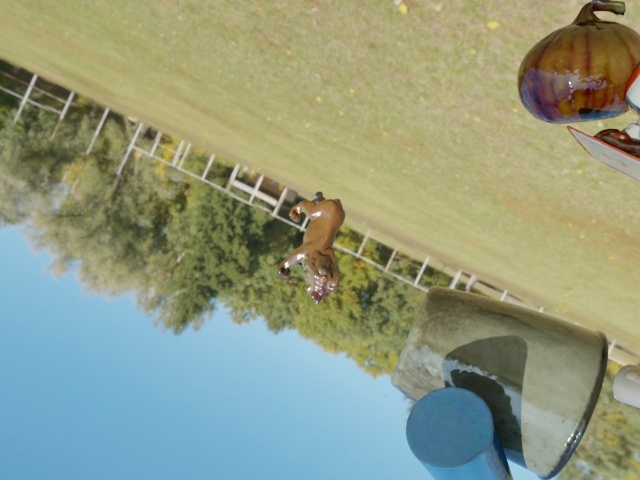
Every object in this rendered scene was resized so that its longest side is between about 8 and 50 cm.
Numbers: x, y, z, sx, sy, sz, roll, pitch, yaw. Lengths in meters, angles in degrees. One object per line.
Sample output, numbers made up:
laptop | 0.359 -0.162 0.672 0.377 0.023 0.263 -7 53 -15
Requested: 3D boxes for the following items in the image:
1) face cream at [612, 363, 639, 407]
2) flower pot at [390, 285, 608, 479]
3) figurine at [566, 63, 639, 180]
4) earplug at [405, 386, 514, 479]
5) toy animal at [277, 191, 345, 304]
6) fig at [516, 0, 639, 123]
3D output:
face cream | 0.677 0.291 1.031 0.107 0.073 0.269 -26 -165 -25
flower pot | 0.326 0.241 1.094 0.330 0.293 0.293 25 -178 13
figurine | 0.552 -0.224 0.933 0.160 0.226 0.183 40 -165 36
earplug | 0.244 0.367 0.927 0.132 0.132 0.273 28 155 50
toy animal | 0.000 0.000 1.328 0.158 0.312 0.097 -3 153 35
fig | 0.499 -0.320 1.096 0.214 0.235 0.235 60 -179 -2
